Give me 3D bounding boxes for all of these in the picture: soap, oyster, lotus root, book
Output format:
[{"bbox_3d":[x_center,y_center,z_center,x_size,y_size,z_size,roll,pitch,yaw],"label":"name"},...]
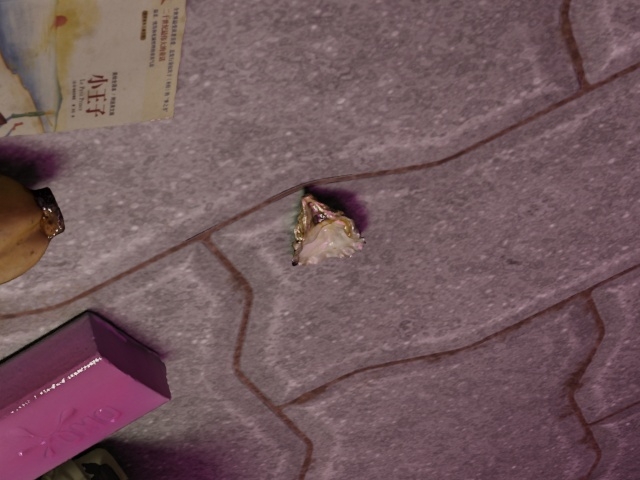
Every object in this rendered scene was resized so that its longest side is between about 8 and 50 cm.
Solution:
[{"bbox_3d":[-0.343,0.210,1.878,0.259,0.081,0.181,-30,147,11],"label":"soap"},{"bbox_3d":[0.000,0.000,1.813,0.146,0.045,0.121,7,134,-49],"label":"oyster"},{"bbox_3d":[-0.393,0.013,1.514,0.257,0.140,0.154,-22,135,-19],"label":"lotus root"},{"bbox_3d":[-0.275,-0.175,1.412,0.289,0.026,0.201,-9,144,-19],"label":"book"}]

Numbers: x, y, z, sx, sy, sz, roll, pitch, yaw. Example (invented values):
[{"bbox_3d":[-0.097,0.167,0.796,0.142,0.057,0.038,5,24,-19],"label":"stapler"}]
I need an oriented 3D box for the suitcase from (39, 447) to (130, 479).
[{"bbox_3d":[-0.284,0.509,2.101,0.194,0.351,0.339,-31,152,-18],"label":"suitcase"}]
